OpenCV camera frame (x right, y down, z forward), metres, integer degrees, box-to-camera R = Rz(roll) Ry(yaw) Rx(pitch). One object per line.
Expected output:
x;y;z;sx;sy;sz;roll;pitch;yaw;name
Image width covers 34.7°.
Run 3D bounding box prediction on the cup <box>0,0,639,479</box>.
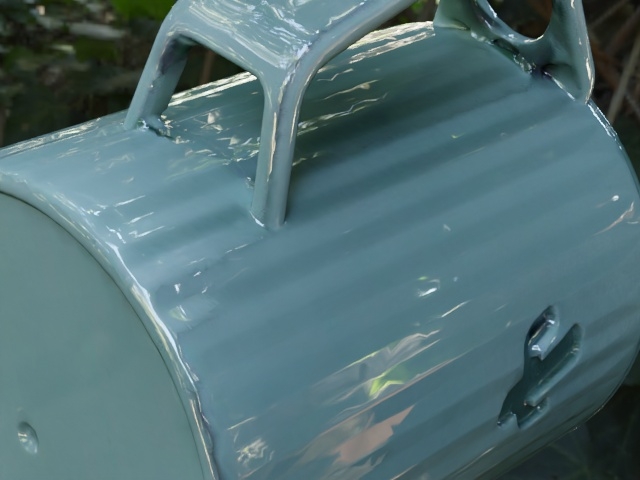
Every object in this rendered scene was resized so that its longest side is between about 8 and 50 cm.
-0.019;0.001;0.599;0.310;0.401;0.392;4;16;38;cup
